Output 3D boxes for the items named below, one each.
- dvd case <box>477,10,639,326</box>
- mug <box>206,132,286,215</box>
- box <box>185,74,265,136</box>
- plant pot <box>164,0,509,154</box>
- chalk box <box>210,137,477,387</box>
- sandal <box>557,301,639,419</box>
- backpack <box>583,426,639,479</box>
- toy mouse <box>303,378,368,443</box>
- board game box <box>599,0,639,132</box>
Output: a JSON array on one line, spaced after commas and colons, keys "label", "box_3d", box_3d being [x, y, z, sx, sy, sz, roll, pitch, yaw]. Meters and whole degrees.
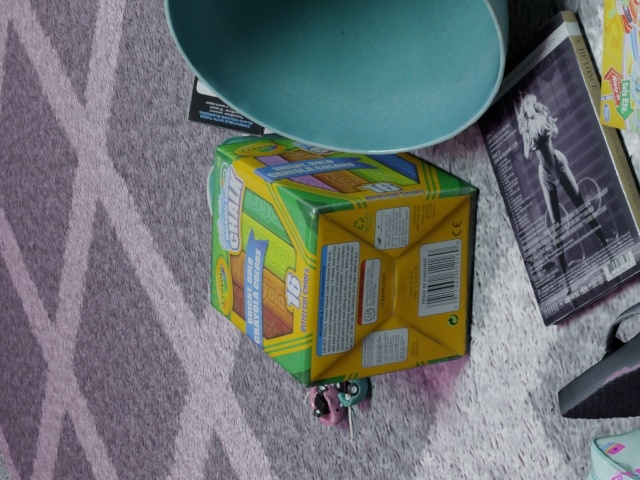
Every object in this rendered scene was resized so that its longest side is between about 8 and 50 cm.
[{"label": "dvd case", "box_3d": [0.200, -0.056, 1.235, 0.164, 0.018, 0.221, -44, 59, 60]}, {"label": "mug", "box_3d": [-0.077, -0.056, 1.693, 0.158, 0.097, 0.129, 3, 100, 63]}, {"label": "box", "box_3d": [-0.067, -0.275, 1.546, 0.169, 0.087, 0.290, -81, 4, -54]}, {"label": "plant pot", "box_3d": [0.031, -0.242, 1.280, 0.290, 0.290, 0.195, 124, 166, -53]}, {"label": "chalk box", "box_3d": [0.000, 0.000, 1.466, 0.289, 0.179, 0.180, 32, 125, 57]}, {"label": "sandal", "box_3d": [0.266, 0.064, 1.072, 0.254, 0.097, 0.054, -47, 43, 46]}, {"label": "backpack", "box_3d": [0.258, 0.183, 1.006, 0.152, 0.182, 0.115, 18, 113, 62]}, {"label": "toy mouse", "box_3d": [0.021, 0.162, 1.636, 0.143, 0.031, 0.161, 63, 148, 33]}, {"label": "board game box", "box_3d": [0.251, -0.155, 1.093, 0.103, 0.026, 0.154, 23, 118, 59]}]
